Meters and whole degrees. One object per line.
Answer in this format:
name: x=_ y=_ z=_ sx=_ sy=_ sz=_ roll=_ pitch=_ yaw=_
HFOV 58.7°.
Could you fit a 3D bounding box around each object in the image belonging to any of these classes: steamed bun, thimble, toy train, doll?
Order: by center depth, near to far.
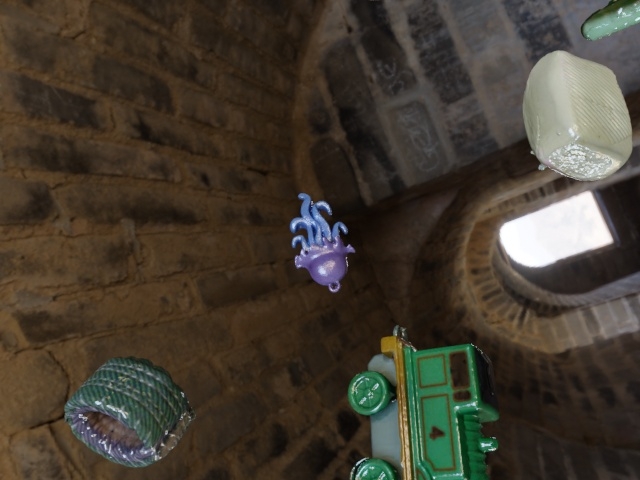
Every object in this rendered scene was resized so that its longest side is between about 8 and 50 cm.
thimble: x=-0.234 y=0.207 z=0.695 sx=0.090 sy=0.135 sz=0.118 roll=-53 pitch=-47 yaw=-49
toy train: x=0.198 y=0.348 z=1.015 sx=0.178 sy=0.249 sz=0.429 roll=39 pitch=-138 yaw=-49
doll: x=0.000 y=0.000 z=1.025 sx=0.067 sy=0.110 sz=0.206 roll=66 pitch=-173 yaw=-66
steamed bun: x=0.456 y=-0.221 z=1.053 sx=0.170 sy=0.152 sz=0.238 roll=14 pitch=-122 yaw=-19

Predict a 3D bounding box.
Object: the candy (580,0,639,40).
candy: x=0.270 y=-0.146 z=0.222 sx=0.097 sy=0.323 sz=0.097 roll=13 pitch=-108 yaw=-45
